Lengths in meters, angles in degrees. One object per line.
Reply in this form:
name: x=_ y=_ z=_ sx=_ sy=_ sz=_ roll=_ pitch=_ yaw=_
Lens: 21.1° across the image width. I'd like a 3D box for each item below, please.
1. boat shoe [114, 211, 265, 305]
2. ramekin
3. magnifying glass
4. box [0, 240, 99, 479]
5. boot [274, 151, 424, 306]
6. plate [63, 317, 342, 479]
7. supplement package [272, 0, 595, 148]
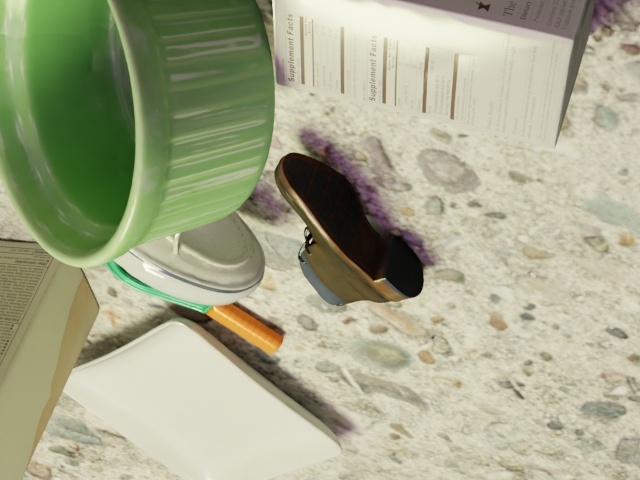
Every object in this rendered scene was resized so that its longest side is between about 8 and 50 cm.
boat shoe: x=-0.179 y=-0.087 z=1.699 sx=0.367 sy=0.136 sz=0.156 roll=42 pitch=137 yaw=-9
ramekin: x=-0.170 y=-0.138 z=1.488 sx=0.303 sy=0.148 sz=0.303 roll=24 pitch=120 yaw=50
magnifying glass: x=-0.144 y=0.060 z=1.938 sx=0.231 sy=0.026 sz=0.092 roll=32 pitch=142 yaw=-14
box: x=-0.381 y=0.155 z=1.934 sx=0.148 sy=0.311 sz=0.121 roll=5 pitch=140 yaw=21
boot: x=0.000 y=0.000 z=1.743 sx=0.106 sy=0.082 sz=0.219 roll=-18 pitch=130 yaw=38
plate: x=-0.147 y=0.200 z=2.096 sx=0.277 sy=0.045 sz=0.278 roll=40 pitch=140 yaw=-22
supplement package: x=0.095 y=-0.191 z=1.407 sx=0.244 sy=0.139 sz=0.134 roll=13 pitch=144 yaw=10
